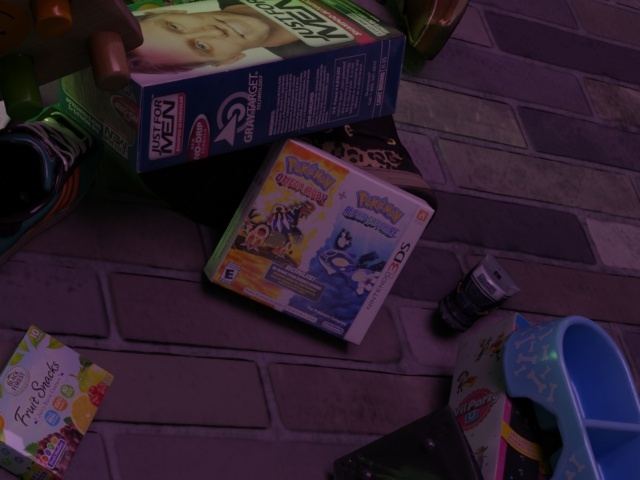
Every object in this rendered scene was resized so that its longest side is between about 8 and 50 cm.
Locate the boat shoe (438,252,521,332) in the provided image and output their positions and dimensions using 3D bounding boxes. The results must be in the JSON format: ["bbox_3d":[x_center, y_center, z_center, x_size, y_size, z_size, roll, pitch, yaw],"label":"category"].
[{"bbox_3d":[0.199,0.067,1.919,0.065,0.083,0.183,51,14,9],"label":"boat shoe"}]

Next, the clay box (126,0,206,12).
[{"bbox_3d":[-0.178,-0.243,1.825,0.053,0.127,0.222,51,40,11],"label":"clay box"}]

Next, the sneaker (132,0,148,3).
[{"bbox_3d":[-0.253,-0.356,1.889,0.212,0.094,0.080,13,50,-31],"label":"sneaker"}]

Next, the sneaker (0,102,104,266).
[{"bbox_3d":[-0.299,-0.075,1.583,0.108,0.121,0.302,38,39,-5],"label":"sneaker"}]

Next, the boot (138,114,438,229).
[{"bbox_3d":[-0.052,-0.147,1.841,0.377,0.138,0.284,9,44,-21],"label":"boot"}]

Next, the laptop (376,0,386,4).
[{"bbox_3d":[-0.130,-0.393,1.858,0.382,0.408,0.236,31,63,-15],"label":"laptop"}]

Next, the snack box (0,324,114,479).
[{"bbox_3d":[-0.273,0.162,1.462,0.100,0.037,0.141,33,41,-10],"label":"snack box"}]

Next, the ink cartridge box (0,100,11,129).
[{"bbox_3d":[-0.406,-0.165,1.653,0.145,0.045,0.179,33,59,-13],"label":"ink cartridge box"}]

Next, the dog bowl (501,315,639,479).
[{"bbox_3d":[0.302,0.218,1.681,0.166,0.074,0.297,11,55,-44],"label":"dog bowl"}]

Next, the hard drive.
[{"bbox_3d":[0.110,0.316,1.548,0.054,0.172,0.255,31,37,-48],"label":"hard drive"}]

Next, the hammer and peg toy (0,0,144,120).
[{"bbox_3d":[-0.377,-0.191,1.428,0.266,0.361,0.127,56,16,-64],"label":"hammer and peg toy"}]

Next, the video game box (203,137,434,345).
[{"bbox_3d":[0.000,0.000,1.716,0.205,0.187,0.048,24,8,-22],"label":"video game box"}]

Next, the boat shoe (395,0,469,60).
[{"bbox_3d":[0.149,-0.384,2.237,0.120,0.122,0.324,25,35,-13],"label":"boat shoe"}]

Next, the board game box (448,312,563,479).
[{"bbox_3d":[0.247,0.268,1.723,0.224,0.097,0.303,40,38,-23],"label":"board game box"}]

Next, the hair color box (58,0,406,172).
[{"bbox_3d":[-0.094,-0.188,1.658,0.347,0.105,0.174,-16,38,-34],"label":"hair color box"}]
